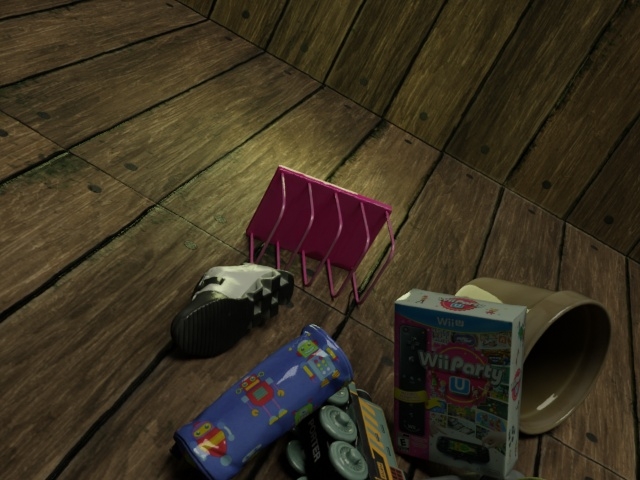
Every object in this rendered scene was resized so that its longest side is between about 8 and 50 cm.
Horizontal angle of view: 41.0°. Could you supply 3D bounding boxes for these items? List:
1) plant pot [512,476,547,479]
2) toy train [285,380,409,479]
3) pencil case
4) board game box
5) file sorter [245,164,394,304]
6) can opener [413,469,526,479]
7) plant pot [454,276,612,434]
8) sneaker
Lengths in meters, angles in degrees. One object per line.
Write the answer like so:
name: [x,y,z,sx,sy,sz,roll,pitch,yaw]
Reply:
plant pot: [0.389,0.562,1.336,0.294,0.275,0.274,36,24,-19]
toy train: [0.047,0.363,1.466,0.190,0.142,0.334,29,23,-25]
pencil case: [-0.090,0.269,1.370,0.306,0.133,0.119,-37,57,-21]
board game box: [0.249,0.256,1.562,0.224,0.303,0.097,7,17,28]
file sorter: [0.000,0.000,1.957,0.291,0.202,0.182,19,32,-17]
can opener: [0.248,0.448,1.548,0.281,0.093,0.074,1,39,-34]
plant pot: [0.435,0.219,1.909,0.323,0.323,0.280,3,21,-40]
sneaker: [-0.203,0.124,1.675,0.146,0.122,0.331,21,23,27]
